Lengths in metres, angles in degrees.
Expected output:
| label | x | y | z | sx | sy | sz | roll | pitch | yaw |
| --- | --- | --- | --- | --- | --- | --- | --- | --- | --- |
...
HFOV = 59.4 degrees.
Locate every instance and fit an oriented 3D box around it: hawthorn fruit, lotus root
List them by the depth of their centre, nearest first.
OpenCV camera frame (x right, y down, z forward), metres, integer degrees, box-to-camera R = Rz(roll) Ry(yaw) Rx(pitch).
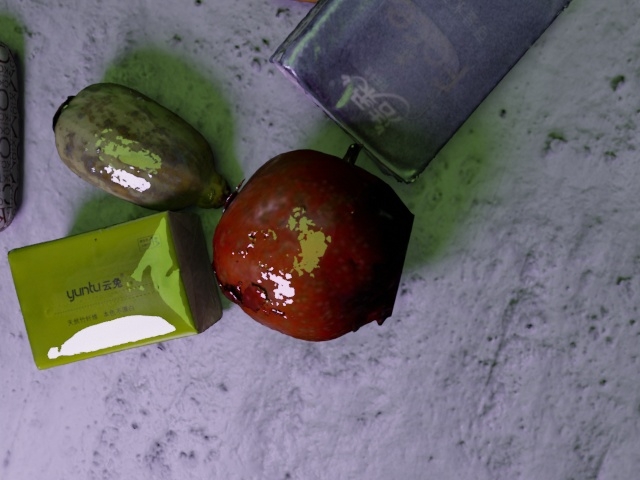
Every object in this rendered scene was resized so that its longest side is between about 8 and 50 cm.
| label | x | y | z | sx | sy | sz | roll | pitch | yaw |
| --- | --- | --- | --- | --- | --- | --- | --- | --- | --- |
| hawthorn fruit | -0.003 | 0.016 | 0.845 | 0.315 | 0.316 | 0.316 | 0 | 92 | 6 |
| lotus root | -0.291 | -0.146 | 0.935 | 0.309 | 0.173 | 0.173 | 25 | 95 | -3 |

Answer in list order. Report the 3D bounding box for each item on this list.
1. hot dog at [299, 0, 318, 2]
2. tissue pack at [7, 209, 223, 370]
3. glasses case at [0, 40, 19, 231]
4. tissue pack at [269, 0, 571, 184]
| label | x | y | z | sx | sy | sz | roll | pitch | yaw |
| --- | --- | --- | --- | --- | --- | --- | --- | --- | --- |
| hot dog | 0.019 | -0.436 | 0.928 | 0.249 | 0.068 | 0.100 | 7 | 77 | 2 |
| tissue pack | -0.332 | 0.078 | 0.933 | 0.274 | 0.167 | 0.200 | -13 | 91 | 5 |
| glasses case | -0.611 | -0.184 | 0.991 | 0.137 | 0.085 | 0.355 | 3 | 92 | 7 |
| tissue pack | 0.155 | -0.324 | 0.857 | 0.288 | 0.124 | 0.394 | 40 | 96 | -20 |
